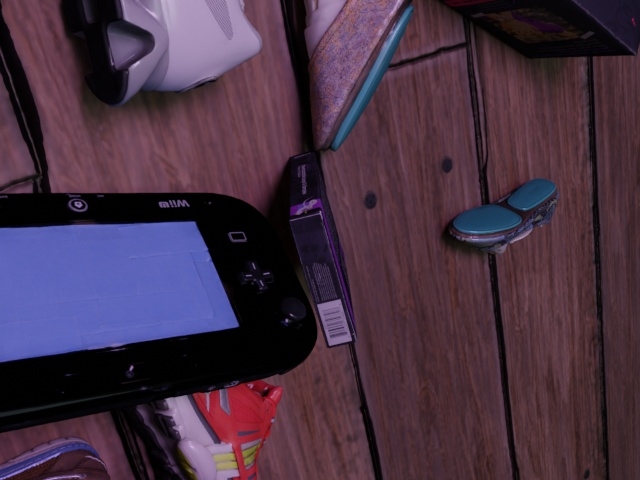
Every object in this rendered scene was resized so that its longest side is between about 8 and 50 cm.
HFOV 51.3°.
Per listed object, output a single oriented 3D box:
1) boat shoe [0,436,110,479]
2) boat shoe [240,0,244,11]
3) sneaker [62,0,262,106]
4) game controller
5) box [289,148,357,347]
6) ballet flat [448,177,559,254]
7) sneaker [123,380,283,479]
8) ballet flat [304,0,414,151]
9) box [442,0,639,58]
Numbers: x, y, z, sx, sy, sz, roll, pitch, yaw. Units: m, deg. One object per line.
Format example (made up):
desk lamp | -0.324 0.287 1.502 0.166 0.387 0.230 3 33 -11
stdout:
boat shoe | -0.236 0.201 0.465 0.183 0.066 0.066 -27 115 -33
boat shoe | -0.077 -0.192 0.540 0.035 0.035 0.100 -12 100 -35
sneaker | -0.111 -0.268 0.440 0.146 0.122 0.331 -21 117 -33
game controller | -0.152 0.035 0.454 0.319 0.067 0.167 -3 62 -38
box | 0.000 0.000 0.574 0.029 0.162 0.116 -14 113 5
ballet flat | 0.227 -0.017 0.814 0.188 0.070 0.070 -23 113 -31
sneaker | -0.073 0.176 0.576 0.118 0.107 0.279 -35 120 -35
ballet flat | 0.050 -0.232 0.581 0.106 0.107 0.316 33 103 1
box | 0.228 -0.314 0.697 0.270 0.143 0.165 12 92 -41
